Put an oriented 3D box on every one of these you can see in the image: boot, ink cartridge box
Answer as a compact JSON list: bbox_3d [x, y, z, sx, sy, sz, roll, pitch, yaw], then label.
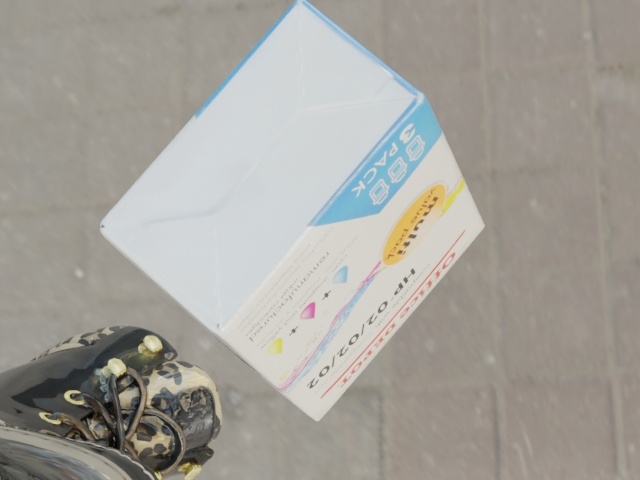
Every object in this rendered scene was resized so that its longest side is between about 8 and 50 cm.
[{"bbox_3d":[-0.174,0.150,1.277,0.377,0.284,0.138,-12,98,42],"label":"boot"},{"bbox_3d":[0.000,0.000,0.697,0.061,0.181,0.104,40,86,20],"label":"ink cartridge box"}]
